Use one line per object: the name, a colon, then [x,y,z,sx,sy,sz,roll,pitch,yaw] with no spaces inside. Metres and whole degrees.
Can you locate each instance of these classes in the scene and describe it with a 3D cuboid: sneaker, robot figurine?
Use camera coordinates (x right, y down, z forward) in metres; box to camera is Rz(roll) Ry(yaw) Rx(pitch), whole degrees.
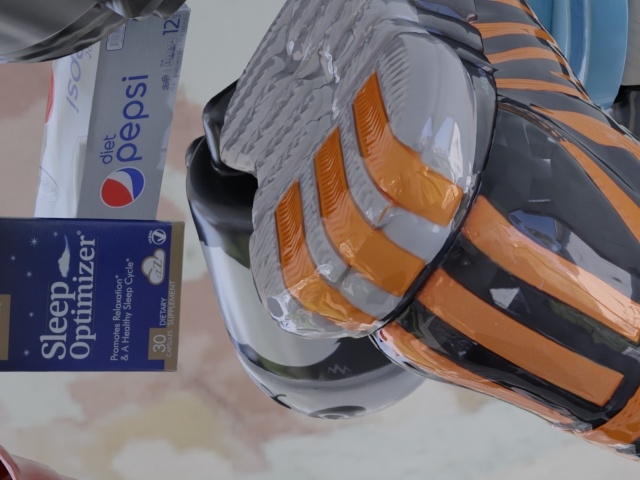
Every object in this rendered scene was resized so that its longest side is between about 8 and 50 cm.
sneaker: [0.068,-0.019,0.657,0.180,0.321,0.124,30,-66,-16]
robot figurine: [0.000,0.002,1.332,0.173,0.209,0.278,-12,-50,2]

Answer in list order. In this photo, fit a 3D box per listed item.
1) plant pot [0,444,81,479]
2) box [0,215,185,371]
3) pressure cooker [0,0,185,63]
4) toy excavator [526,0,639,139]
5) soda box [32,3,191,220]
plant pot: [-0.233,0.341,1.769,0.265,0.272,0.272,17,-43,-36]
box: [-0.232,0.047,1.636,0.225,0.136,0.036,1,5,-22]
pressure cooker: [-0.282,-0.331,1.467,0.375,0.370,0.420,-12,-16,29]
toy excavator: [0.125,-0.273,1.824,0.445,0.433,0.222,-4,-58,-10]
soda box: [-0.203,-0.117,1.782,0.091,0.098,0.286,-10,-50,-30]
